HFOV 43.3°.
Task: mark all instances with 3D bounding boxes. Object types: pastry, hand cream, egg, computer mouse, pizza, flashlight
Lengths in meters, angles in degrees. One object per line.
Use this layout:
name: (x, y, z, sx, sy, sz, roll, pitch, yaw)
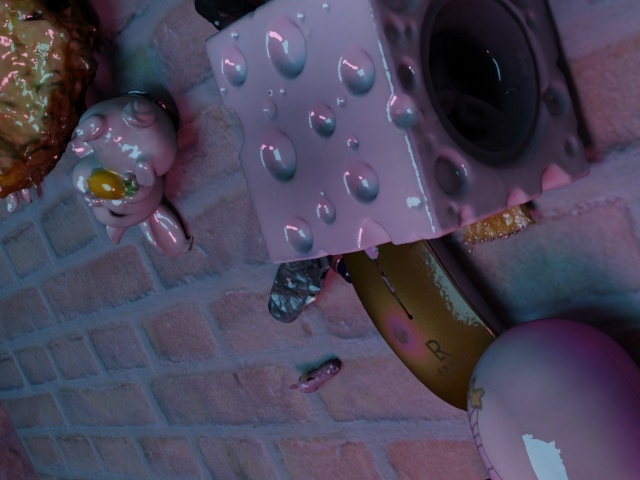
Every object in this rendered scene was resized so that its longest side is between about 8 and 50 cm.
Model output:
pastry: (-0.531, -0.275, 1.349, 0.337, 0.293, 0.405, -141, 63, -64)
hand cream: (-0.034, 0.057, 1.148, 0.075, 0.052, 0.248, 51, 154, 14)
egg: (0.261, 0.212, 0.828, 0.196, 0.196, 0.271, -27, 76, 52)
computer mouse: (0.132, 0.078, 1.003, 0.310, 0.072, 0.158, 55, 139, 10)
pizza: (0.188, -0.046, 0.904, 0.100, 0.029, 0.099, -28, 82, 49)
flashlight: (-0.004, 0.212, 1.264, 0.110, 0.052, 0.031, -42, 43, 45)
hand cream: (0.000, 0.000, 1.134, 0.163, 0.039, 0.062, 42, 140, 32)

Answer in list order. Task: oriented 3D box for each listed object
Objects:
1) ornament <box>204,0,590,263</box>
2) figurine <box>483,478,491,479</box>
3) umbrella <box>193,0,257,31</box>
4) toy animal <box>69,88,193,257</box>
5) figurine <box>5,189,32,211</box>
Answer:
ornament: (0.074, -0.132, 0.789, 0.240, 0.240, 0.239, -10, 98, 50)
figurine: (0.271, 0.379, 0.937, 0.247, 0.177, 0.173, 29, 114, 29)
umbrella: (-0.045, -0.215, 1.011, 0.326, 0.090, 0.094, 46, 142, 20)
toy animal: (-0.311, -0.107, 1.329, 0.209, 0.154, 0.325, 14, 145, 19)
figurine: (-0.643, -0.166, 1.687, 0.155, 0.127, 0.235, 7, 122, 35)
